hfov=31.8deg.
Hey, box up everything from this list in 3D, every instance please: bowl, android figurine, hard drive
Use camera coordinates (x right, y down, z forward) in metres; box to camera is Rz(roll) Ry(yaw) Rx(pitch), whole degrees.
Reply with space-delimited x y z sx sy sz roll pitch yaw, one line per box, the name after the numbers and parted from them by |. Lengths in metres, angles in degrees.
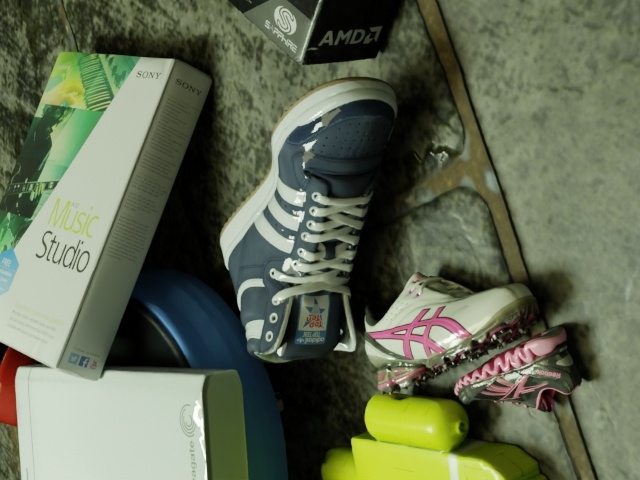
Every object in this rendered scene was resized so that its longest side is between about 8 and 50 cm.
-0.186 0.226 1.181 0.391 0.077 0.391 4 95 48 | bowl
0.105 0.249 0.937 0.272 0.056 0.248 2 101 51 | android figurine
-0.193 0.240 1.098 0.353 0.047 0.233 -6 88 48 | hard drive

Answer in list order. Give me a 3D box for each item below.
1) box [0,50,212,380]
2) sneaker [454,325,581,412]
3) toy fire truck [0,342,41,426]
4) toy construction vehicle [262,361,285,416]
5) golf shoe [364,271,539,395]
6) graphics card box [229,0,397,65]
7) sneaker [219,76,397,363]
-0.251 -0.038 1.162 0.232 0.058 0.322 13 79 47 | box
0.151 0.110 0.856 0.119 0.047 0.057 -36 84 49 | sneaker
-0.410 0.118 1.380 0.254 0.169 0.302 114 168 -64 | toy fire truck
-0.070 0.135 1.123 0.098 0.035 0.086 1 101 50 | toy construction vehicle
0.092 0.062 0.887 0.186 0.067 0.086 -32 74 49 | golf shoe
0.003 -0.350 0.860 0.233 0.094 0.371 45 130 32 | graphics card box
0.000 0.000 0.931 0.282 0.099 0.153 126 137 -50 | sneaker
